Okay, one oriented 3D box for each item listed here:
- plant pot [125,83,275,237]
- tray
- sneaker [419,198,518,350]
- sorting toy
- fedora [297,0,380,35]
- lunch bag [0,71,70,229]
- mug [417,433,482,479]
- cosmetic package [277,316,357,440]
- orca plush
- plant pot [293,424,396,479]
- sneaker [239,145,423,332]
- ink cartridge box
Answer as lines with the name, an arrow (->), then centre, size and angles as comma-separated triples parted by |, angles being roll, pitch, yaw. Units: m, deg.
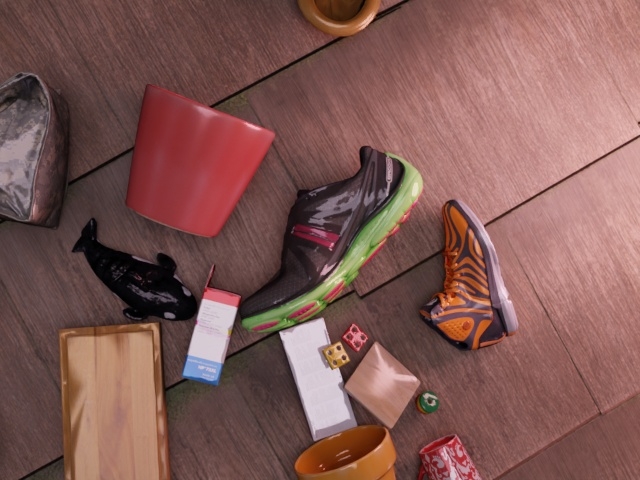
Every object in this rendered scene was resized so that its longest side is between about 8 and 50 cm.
plant pot -> -0.255, -0.150, 1.838 | 0.275, 0.275, 0.243 | 20, 95, -5
tray -> -0.414, 0.378, 1.868 | 0.203, 0.076, 0.410 | -4, 84, -6
sneaker -> 0.281, 0.083, 1.940 | 0.180, 0.124, 0.321 | -21, 90, -7
sorting toy -> 0.114, 0.299, 1.929 | 0.274, 0.046, 0.132 | 42, 56, -6
fedora -> 0.036, -0.517, 1.958 | 0.194, 0.079, 0.194 | 1, 82, -6
lunch bag -> -0.582, -0.179, 1.804 | 0.169, 0.235, 0.287 | 12, 87, -2
mug -> 0.267, 0.510, 1.933 | 0.150, 0.113, 0.169 | -25, 87, -8
cosmetic package -> -0.008, 0.288, 1.935 | 0.099, 0.060, 0.239 | -17, 90, -10
orca plush -> -0.374, 0.059, 1.875 | 0.151, 0.102, 0.287 | -41, 84, -17
plant pot -> 0.074, 0.504, 1.870 | 0.205, 0.205, 0.187 | -22, 97, -6
sneaker -> 0.000, 0.000, 1.908 | 0.202, 0.185, 0.483 | 42, 78, 10
ink cartridge box -> -0.214, 0.168, 1.881 | 0.078, 0.134, 0.231 | 15, 87, -4
